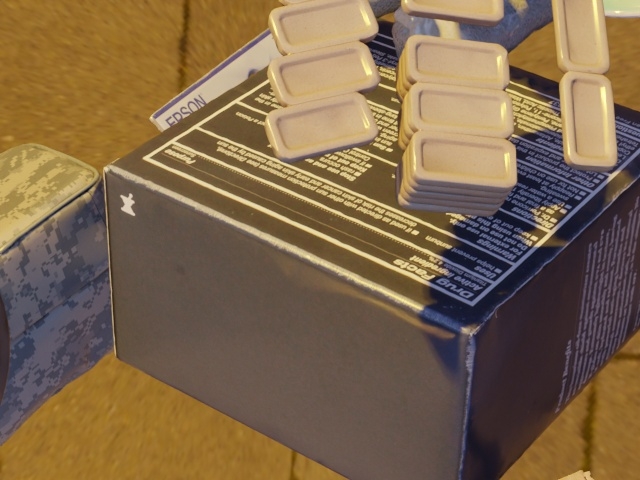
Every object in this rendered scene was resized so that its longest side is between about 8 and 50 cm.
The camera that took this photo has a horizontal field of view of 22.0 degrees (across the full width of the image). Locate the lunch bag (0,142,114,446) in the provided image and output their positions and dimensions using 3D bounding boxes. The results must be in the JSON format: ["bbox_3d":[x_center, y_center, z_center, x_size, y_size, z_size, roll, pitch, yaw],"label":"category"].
[{"bbox_3d":[-0.348,0.079,1.824,0.305,0.212,0.256,-40,125,-25],"label":"lunch bag"}]

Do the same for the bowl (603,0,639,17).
[{"bbox_3d":[0.335,-0.412,1.754,0.311,0.163,0.311,13,125,20],"label":"bowl"}]

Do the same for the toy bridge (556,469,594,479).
[{"bbox_3d":[0.154,0.197,1.130,0.063,0.188,0.026,-19,69,-21],"label":"toy bridge"}]

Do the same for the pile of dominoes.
[{"bbox_3d":[0.062,-0.137,0.931,0.196,0.040,0.251,5,65,-12],"label":"pile of dominoes"}]

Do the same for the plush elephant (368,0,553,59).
[{"bbox_3d":[0.118,-0.288,1.052,0.330,0.272,0.255,-26,115,2],"label":"plush elephant"}]

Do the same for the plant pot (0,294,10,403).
[{"bbox_3d":[-0.354,0.136,1.133,0.323,0.280,0.323,-11,120,-19],"label":"plant pot"}]

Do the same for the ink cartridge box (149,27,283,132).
[{"bbox_3d":[0.004,-0.049,1.664,0.330,0.324,0.071,48,130,-2],"label":"ink cartridge box"}]

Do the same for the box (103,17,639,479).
[{"bbox_3d":[0.052,0.006,1.166,0.296,0.294,0.182,24,130,28],"label":"box"}]
